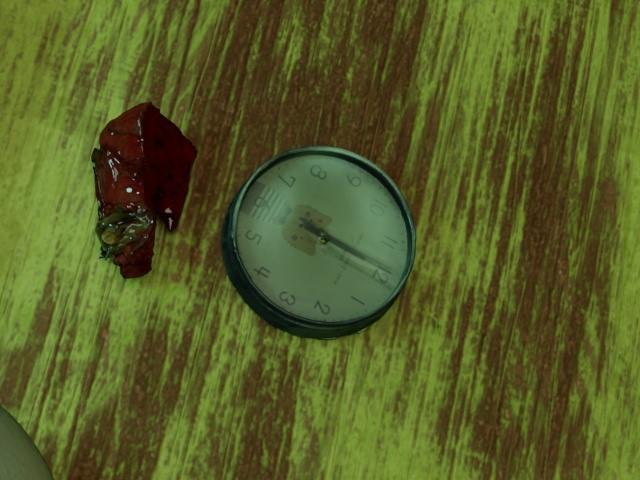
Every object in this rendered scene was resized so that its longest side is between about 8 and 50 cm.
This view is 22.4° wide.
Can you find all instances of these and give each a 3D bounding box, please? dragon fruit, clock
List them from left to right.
[{"bbox_3d":[-0.212,-0.049,1.829,0.092,0.122,0.192,-5,74,27],"label":"dragon fruit"},{"bbox_3d":[0.000,0.000,1.860,0.226,0.049,0.226,3,72,-11],"label":"clock"}]

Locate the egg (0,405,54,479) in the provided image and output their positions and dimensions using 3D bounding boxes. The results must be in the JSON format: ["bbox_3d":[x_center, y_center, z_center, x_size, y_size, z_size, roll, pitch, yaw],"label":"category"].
[{"bbox_3d":[-0.396,0.296,1.531,0.354,0.354,0.340,18,53,-7],"label":"egg"}]
